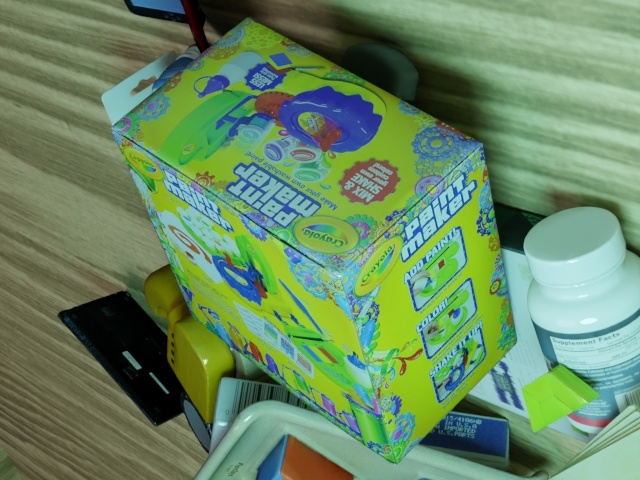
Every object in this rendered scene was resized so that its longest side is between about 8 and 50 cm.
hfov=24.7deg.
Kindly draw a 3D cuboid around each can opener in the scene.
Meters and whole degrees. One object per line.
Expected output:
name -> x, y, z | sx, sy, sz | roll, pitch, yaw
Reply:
can opener -> 0.004, -0.158, 1.415 | 0.280, 0.074, 0.093 | 23, 108, 45

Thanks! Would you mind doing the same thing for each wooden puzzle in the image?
wooden puzzle -> 0.032, 0.301, 1.611 | 0.348, 0.080, 0.322 | 15, 147, -13

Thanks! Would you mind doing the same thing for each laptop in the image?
laptop -> -0.288, 0.209, 2.304 | 0.234, 0.264, 0.136 | 46, 118, 14

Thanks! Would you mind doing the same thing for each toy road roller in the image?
toy road roller -> -0.104, 0.088, 1.763 | 0.240, 0.202, 0.329 | 55, 159, 21

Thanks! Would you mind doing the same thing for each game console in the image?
game console -> -0.164, -0.228, 1.516 | 0.124, 0.085, 0.144 | 11, 165, 9

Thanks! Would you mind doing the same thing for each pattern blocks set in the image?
pattern blocks set -> 0.266, 0.230, 1.216 | 0.285, 0.026, 0.325 | 60, 149, 2

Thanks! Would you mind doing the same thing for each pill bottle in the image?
pill bottle -> 0.235, 0.066, 1.243 | 0.108, 0.108, 0.180 | 19, 138, 50

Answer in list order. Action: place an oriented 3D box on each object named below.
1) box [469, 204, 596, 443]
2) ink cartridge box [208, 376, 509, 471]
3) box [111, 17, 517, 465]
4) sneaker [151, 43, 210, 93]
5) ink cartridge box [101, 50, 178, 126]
box -> 0.148, 0.058, 1.450 | 0.322, 0.058, 0.232 | 18, 139, 49
ink cartridge box -> 0.028, 0.276, 1.710 | 0.324, 0.071, 0.330 | 8, 149, -3
box -> 0.000, 0.000, 1.319 | 0.290, 0.177, 0.279 | 33, 155, 34
sneaker -> -0.096, -0.130, 1.589 | 0.211, 0.081, 0.080 | 36, 149, 28
ink cartridge box -> -0.161, -0.107, 1.691 | 0.067, 0.115, 0.198 | 22, 142, 49
